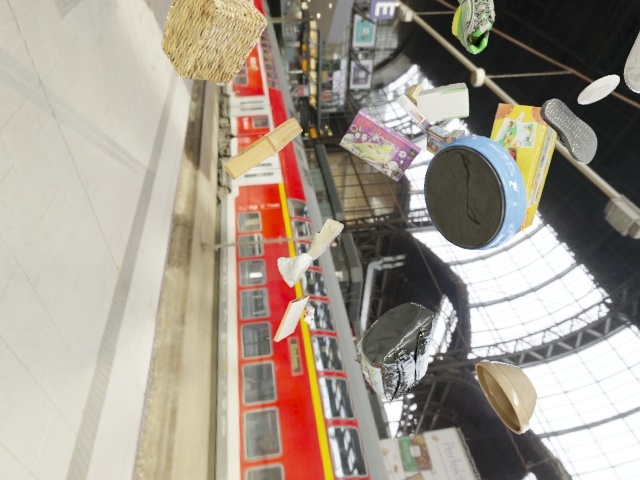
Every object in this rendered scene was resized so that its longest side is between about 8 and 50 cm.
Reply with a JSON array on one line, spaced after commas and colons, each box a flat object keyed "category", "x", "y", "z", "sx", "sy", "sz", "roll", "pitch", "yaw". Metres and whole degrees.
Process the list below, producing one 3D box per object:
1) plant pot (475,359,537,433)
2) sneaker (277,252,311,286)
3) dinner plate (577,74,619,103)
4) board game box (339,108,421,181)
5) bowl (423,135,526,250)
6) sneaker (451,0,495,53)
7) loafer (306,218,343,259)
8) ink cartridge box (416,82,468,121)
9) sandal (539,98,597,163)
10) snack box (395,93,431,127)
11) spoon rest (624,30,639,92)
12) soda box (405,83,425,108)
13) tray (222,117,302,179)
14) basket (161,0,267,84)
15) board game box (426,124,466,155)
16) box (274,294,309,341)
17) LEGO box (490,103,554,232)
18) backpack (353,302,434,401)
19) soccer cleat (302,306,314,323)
[{"category": "plant pot", "x": 0.613, "y": 0.484, "z": 1.401, "sx": 0.237, "sy": 0.110, "sz": 0.237, "roll": 156, "pitch": -90, "yaw": -86}, {"category": "sneaker", "x": -0.097, "y": 0.083, "z": 1.411, "sx": 0.094, "sy": 0.080, "sz": 0.212, "roll": 44, "pitch": -30, "yaw": 5}, {"category": "dinner plate", "x": 1.015, "y": -0.543, "z": 1.585, "sx": 0.141, "sy": 0.141, "sz": 0.017, "roll": 100, "pitch": -23, "yaw": -66}, {"category": "board game box", "x": 0.287, "y": -0.456, "z": 2.111, "sx": 0.208, "sy": 0.347, "sz": 0.056, "roll": -57, "pitch": -178, "yaw": 40}, {"category": "bowl", "x": 0.494, "y": -0.149, "z": 1.458, "sx": 0.391, "sy": 0.077, "sz": 0.390, "roll": 41, "pitch": -41, "yaw": 48}, {"category": "sneaker", "x": 0.519, "y": -0.765, "z": 1.414, "sx": 0.343, "sy": 0.134, "sz": 0.146, "roll": 54, "pitch": 13, "yaw": -63}, {"category": "loafer", "x": 0.000, "y": 0.000, "z": 2.111, "sx": 0.092, "sy": 0.268, "sz": 0.102, "roll": 44, "pitch": 16, "yaw": 9}, {"category": "ink cartridge box", "x": 0.423, "y": -0.476, "z": 1.500, "sx": 0.219, "sy": 0.161, "sz": 0.092, "roll": -56, "pitch": 138, "yaw": -61}, {"category": "sandal", "x": 0.803, "y": -0.356, "z": 1.409, "sx": 0.254, "sy": 0.097, "sz": 0.054, "roll": 45, "pitch": -1, "yaw": -14}, {"category": "snack box", "x": 0.197, "y": -0.262, "z": 0.901, "sx": 0.064, "sy": 0.022, "sz": 0.178, "roll": 48, "pitch": 20, "yaw": 5}, {"category": "spoon rest", "x": 0.860, "y": -0.508, "z": 1.113, "sx": 0.276, "sy": 0.138, "sz": 0.084, "roll": 63, "pitch": 40, "yaw": -34}, {"category": "soda box", "x": 0.441, "y": -0.573, "z": 1.823, "sx": 0.061, "sy": 0.181, "sz": 0.058, "roll": -57, "pitch": -153, "yaw": 1}, {"category": "tray", "x": -0.211, "y": -0.367, "z": 1.686, "sx": 0.076, "sy": 0.203, "sz": 0.410, "roll": 56, "pitch": 21, "yaw": -16}, {"category": "basket", "x": -0.376, "y": -0.718, "z": 1.492, "sx": 0.299, "sy": 0.223, "sz": 0.213, "roll": -45, "pitch": -107, "yaw": 36}, {"category": "board game box", "x": 0.548, "y": -0.417, "z": 1.861, "sx": 0.194, "sy": 0.060, "sz": 0.194, "roll": 42, "pitch": -14, "yaw": 26}, {"category": "box", "x": -0.130, "y": 0.349, "z": 1.967, "sx": 0.164, "sy": 0.021, "sz": 0.201, "roll": -12, "pitch": 128, "yaw": -66}, {"category": "LEGO box", "x": 0.840, "y": -0.300, "z": 1.863, "sx": 0.373, "sy": 0.193, "sz": 0.499, "roll": -13, "pitch": 116, "yaw": -54}, {"category": "backpack", "x": 0.266, "y": 0.418, "z": 1.570, "sx": 0.273, "sy": 0.290, "sz": 0.355, "roll": 25, "pitch": -36, "yaw": 49}, {"category": "soccer cleat", "x": -0.034, "y": 0.242, "z": 1.403, "sx": 0.035, "sy": 0.029, "sz": 0.083, "roll": 52, "pitch": 19, "yaw": -2}]
